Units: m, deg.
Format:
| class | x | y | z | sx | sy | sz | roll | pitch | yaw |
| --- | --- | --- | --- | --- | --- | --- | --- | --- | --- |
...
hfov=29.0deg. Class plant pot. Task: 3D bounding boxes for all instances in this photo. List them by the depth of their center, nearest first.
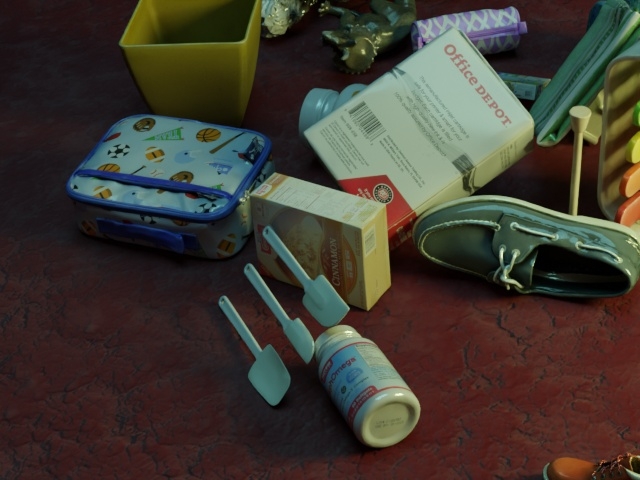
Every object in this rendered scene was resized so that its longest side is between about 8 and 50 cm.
| class | x | y | z | sx | sy | sz | roll | pitch | yaw |
| --- | --- | --- | --- | --- | --- | --- | --- | --- | --- |
| plant pot | -0.209 | -0.305 | 2.135 | 0.212 | 0.187 | 0.212 | 0 | 37 | 7 |

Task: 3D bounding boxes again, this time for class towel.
| class | x | y | z | sx | sy | sz | roll | pitch | yaw |
| --- | --- | --- | --- | --- | --- | --- | --- | --- | --- |
| towel | 0.396 | -0.258 | 1.878 | 0.038 | 0.247 | 0.325 | 34 | 15 | -3 |

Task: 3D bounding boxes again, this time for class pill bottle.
| class | x | y | z | sx | sy | sz | roll | pitch | yaw |
| --- | --- | --- | --- | --- | --- | --- | --- | --- | --- |
| pill bottle | 0.051 | 0.176 | 1.531 | 0.087 | 0.087 | 0.160 | -18 | 38 | -17 |
| pill bottle | 0.097 | -0.175 | 1.958 | 0.246 | 0.136 | 0.136 | 12 | 40 | 22 |

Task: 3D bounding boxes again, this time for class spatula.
| class | x | y | z | sx | sy | sz | roll | pitch | yaw |
| --- | --- | --- | --- | --- | --- | --- | --- | --- | --- |
| spatula | -0.063 | 0.092 | 1.640 | 0.019 | 0.168 | 0.242 | 23 | 16 | -38 |

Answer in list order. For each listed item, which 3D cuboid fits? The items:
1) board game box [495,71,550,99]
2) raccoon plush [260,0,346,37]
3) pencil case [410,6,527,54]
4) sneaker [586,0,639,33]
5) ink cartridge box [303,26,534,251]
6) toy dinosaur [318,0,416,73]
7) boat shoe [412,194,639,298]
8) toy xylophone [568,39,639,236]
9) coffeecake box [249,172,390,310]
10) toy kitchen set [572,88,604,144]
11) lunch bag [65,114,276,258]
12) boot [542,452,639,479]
| class | x | y | z | sx | sy | sz | roll | pitch | yaw |
| --- | --- | --- | --- | --- | --- | --- | --- | --- | --- |
| board game box | 0.306 | -0.269 | 2.120 | 0.154 | 0.026 | 0.103 | 11 | 17 | 21 |
| raccoon plush | 0.112 | -0.504 | 2.436 | 0.299 | 0.216 | 0.446 | 27 | 75 | 18 |
| pencil case | 0.262 | -0.373 | 2.244 | 0.206 | 0.086 | 0.088 | -12 | 3 | -6 |
| sneaker | 0.579 | -0.349 | 2.094 | 0.208 | 0.127 | 0.319 | 2 | 4 | -6 |
| ink cartridge box | 0.146 | -0.145 | 1.792 | 0.273 | 0.114 | 0.197 | -35 | 72 | 0 |
| toy dinosaur | 0.099 | -0.396 | 2.305 | 0.314 | 0.121 | 0.160 | -28 | 53 | -34 |
| boat shoe | 0.280 | 0.017 | 1.694 | 0.320 | 0.116 | 0.099 | 7 | 34 | 9 |
| toy xylophone | 0.439 | -0.140 | 1.721 | 0.081 | 0.322 | 0.236 | 25 | 54 | 36 |
| coffeecake box | 0.000 | 0.000 | 1.729 | 0.186 | 0.142 | 0.068 | 17 | 42 | 29 |
| toy kitchen set | 0.527 | -0.218 | 2.024 | 0.207 | 0.166 | 0.122 | 24 | 30 | -22 |
| lunch bag | -0.222 | -0.082 | 1.902 | 0.304 | 0.114 | 0.243 | 9 | 41 | 21 |
| boot | 0.325 | 0.262 | 1.380 | 0.158 | 0.084 | 0.059 | 13 | 42 | 26 |
